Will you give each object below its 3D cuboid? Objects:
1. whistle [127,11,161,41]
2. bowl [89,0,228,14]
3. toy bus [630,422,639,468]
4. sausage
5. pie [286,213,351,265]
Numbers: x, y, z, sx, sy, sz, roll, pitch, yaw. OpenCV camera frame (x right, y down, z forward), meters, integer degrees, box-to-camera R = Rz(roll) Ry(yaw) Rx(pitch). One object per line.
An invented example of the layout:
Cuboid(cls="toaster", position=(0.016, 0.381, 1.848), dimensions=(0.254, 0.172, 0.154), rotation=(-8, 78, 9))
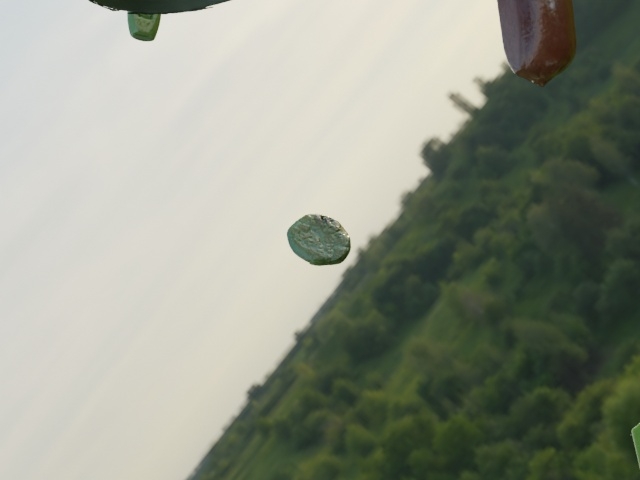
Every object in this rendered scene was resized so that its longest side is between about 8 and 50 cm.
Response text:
Cuboid(cls="whistle", position=(-0.293, -0.464, 2.170), dimensions=(0.106, 0.131, 0.288), rotation=(134, 142, -54))
Cuboid(cls="bowl", position=(-0.186, -0.459, 1.811), dimensions=(0.345, 0.157, 0.345), rotation=(-12, -9, -2))
Cuboid(cls="toy bus", position=(0.612, 0.405, 2.119), dimensions=(0.128, 0.150, 0.262), rotation=(-35, 42, 33))
Cuboid(cls="sausage", position=(0.410, -0.418, 2.417), dimensions=(0.148, 0.148, 0.254), rotation=(-24, -69, -84))
Cuboid(cls="pie", position=(0.000, 0.000, 1.637), dimensions=(0.085, 0.085, 0.017), rotation=(-49, -16, -34))
